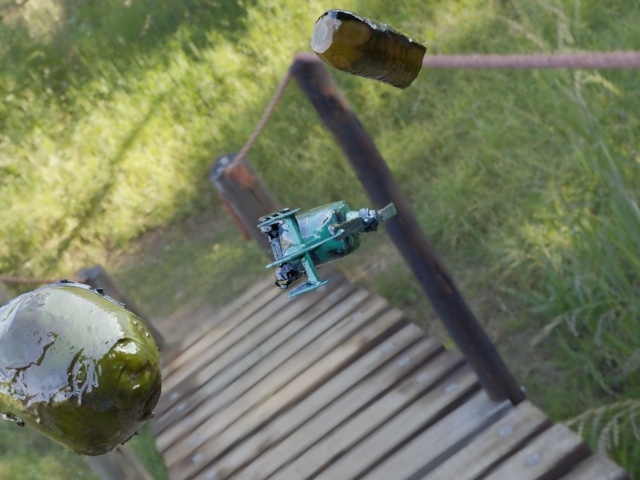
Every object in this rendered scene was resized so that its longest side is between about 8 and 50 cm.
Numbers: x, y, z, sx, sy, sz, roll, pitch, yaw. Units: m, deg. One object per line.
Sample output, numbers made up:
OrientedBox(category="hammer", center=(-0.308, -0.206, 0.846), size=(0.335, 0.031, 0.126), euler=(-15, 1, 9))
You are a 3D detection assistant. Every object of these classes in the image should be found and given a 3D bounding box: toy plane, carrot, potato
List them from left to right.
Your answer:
OrientedBox(category="potato", center=(-0.388, 0.204, 1.583), size=(0.196, 0.299, 0.246), euler=(-137, 62, -72))
OrientedBox(category="toy plane", center=(0.000, 0.000, 0.787), size=(0.096, 0.060, 0.235), euler=(-16, 4, 16))
OrientedBox(category="carrot", center=(0.068, -0.251, 1.354), size=(0.082, 0.173, 0.082), euler=(-22, 63, 51))
